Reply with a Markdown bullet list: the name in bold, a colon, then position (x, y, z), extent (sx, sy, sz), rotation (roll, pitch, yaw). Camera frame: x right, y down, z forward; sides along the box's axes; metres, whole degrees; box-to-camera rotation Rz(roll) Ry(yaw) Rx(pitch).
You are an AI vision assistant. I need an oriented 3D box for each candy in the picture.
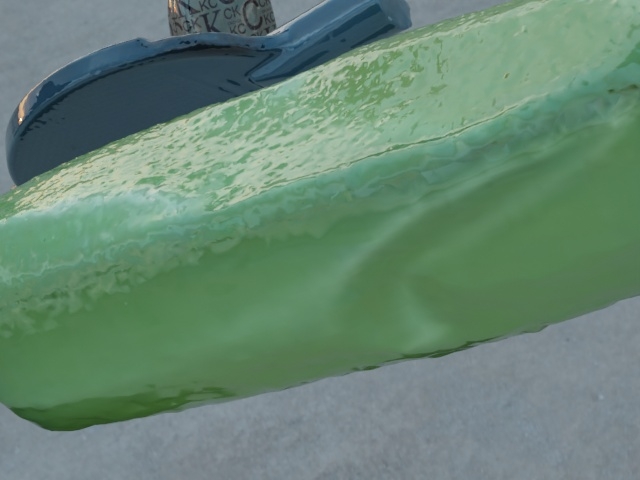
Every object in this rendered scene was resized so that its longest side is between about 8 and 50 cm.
- **candy**: position (0.000, 0.000, 0.411), extent (0.344, 0.142, 0.132), rotation (-17, 14, 22)

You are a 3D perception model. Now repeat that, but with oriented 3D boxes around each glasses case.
- **glasses case**: position (-0.109, -0.182, 1.248), extent (0.137, 0.354, 0.085), rotation (-22, 24, -32)

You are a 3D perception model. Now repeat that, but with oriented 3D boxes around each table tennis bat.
- **table tennis bat**: position (-0.080, -0.089, 0.664), extent (0.329, 0.215, 0.044), rotation (-26, 63, 33)

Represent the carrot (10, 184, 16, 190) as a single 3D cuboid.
- **carrot**: position (-0.254, 0.003, 0.920), extent (0.048, 0.139, 0.048), rotation (-10, 35, 7)
